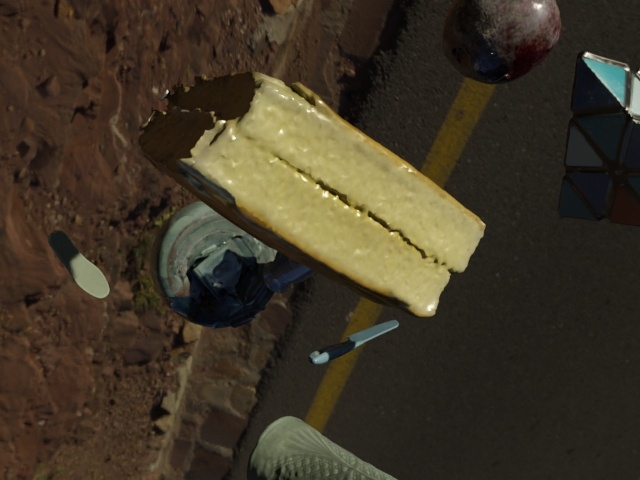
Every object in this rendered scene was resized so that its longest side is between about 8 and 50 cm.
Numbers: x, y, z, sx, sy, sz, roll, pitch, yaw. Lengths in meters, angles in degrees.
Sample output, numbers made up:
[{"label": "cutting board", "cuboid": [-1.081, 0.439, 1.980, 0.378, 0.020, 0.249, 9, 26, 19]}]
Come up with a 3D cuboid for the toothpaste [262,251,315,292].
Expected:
[{"label": "toothpaste", "cuboid": [0.000, 0.000, 1.028, 0.073, 0.113, 0.299, 12, 144, -35]}]

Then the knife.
[{"label": "knife", "cuboid": [0.068, 0.181, 1.082, 0.313, 0.045, 0.019, -9, 103, -54]}]

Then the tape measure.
[{"label": "tape measure", "cuboid": [-0.199, 0.038, 1.177, 0.275, 0.147, 0.256, -43, 107, -11]}]

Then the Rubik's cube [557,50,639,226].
[{"label": "Rubik's cube", "cuboid": [0.482, -0.130, 0.837, 0.234, 0.284, 0.250, -31, 163, -16]}]

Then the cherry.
[{"label": "cherry", "cuboid": [0.296, -0.356, 0.998, 0.195, 0.195, 0.195, -5, 125, -8]}]

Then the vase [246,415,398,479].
[{"label": "vase", "cuboid": [0.034, 0.254, 0.583, 0.096, 0.220, 0.096, -10, 104, -47]}]

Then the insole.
[{"label": "insole", "cuboid": [-0.434, 0.045, 1.066, 0.002, 0.053, 0.152, -11, 119, 36]}]

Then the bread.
[{"label": "bread", "cuboid": [-0.029, -0.048, 0.521, 0.246, 0.239, 0.110, 32, 85, -30]}]
